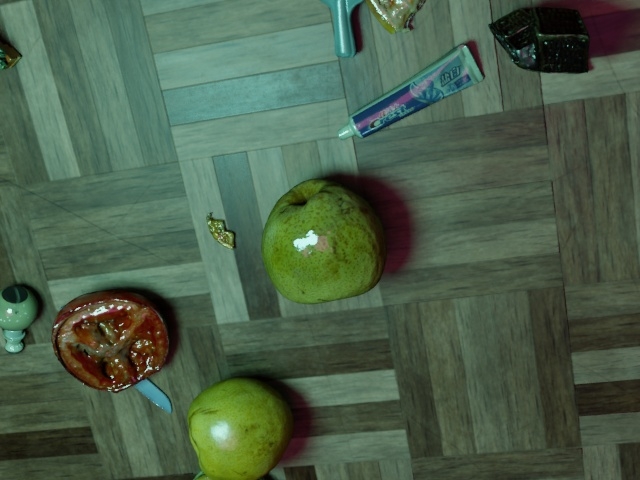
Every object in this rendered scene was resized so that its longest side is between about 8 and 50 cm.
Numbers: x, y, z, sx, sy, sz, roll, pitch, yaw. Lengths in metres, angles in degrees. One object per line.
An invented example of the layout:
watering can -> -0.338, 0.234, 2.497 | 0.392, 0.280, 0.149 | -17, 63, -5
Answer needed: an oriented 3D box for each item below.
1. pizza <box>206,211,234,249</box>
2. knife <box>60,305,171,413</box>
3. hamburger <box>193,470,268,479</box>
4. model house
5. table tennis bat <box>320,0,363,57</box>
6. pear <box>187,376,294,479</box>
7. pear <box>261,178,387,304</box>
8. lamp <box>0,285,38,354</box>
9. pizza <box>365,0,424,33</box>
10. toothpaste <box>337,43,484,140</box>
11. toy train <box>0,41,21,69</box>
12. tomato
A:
pizza -> -0.189, -0.017, 1.672 | 0.037, 0.016, 0.083 | -33, 99, 13
knife -> -0.416, 0.247, 1.806 | 0.313, 0.019, 0.044 | 43, 118, -7
hamburger -> -0.194, 0.548, 1.817 | 0.215, 0.122, 0.190 | 12, 104, 10
model house -> 0.351, -0.315, 1.401 | 0.165, 0.152, 0.106 | 1, 103, 8
table tennis bat -> 0.034, -0.421, 1.465 | 0.149, 0.038, 0.237 | 9, 119, 31
pear -> -0.152, 0.360, 1.702 | 0.208, 0.209, 0.209 | 3, 110, 9
pear -> 0.000, 0.000, 1.551 | 0.228, 0.188, 0.211 | -10, 110, 16
lamp -> -0.617, 0.168, 1.786 | 0.090, 0.091, 0.163 | 17, 128, 4
pizza -> 0.153, -0.445, 1.442 | 0.195, 0.052, 0.185 | -21, 106, 18
toothpaste -> 0.147, -0.242, 1.520 | 0.268, 0.047, 0.069 | -28, 89, 14
toy train -> -0.599, -0.354, 1.601 | 0.044, 0.064, 0.103 | -40, 96, 25
tomato -> -0.411, 0.184, 1.733 | 0.227, 0.101, 0.228 | -5, 117, -10
